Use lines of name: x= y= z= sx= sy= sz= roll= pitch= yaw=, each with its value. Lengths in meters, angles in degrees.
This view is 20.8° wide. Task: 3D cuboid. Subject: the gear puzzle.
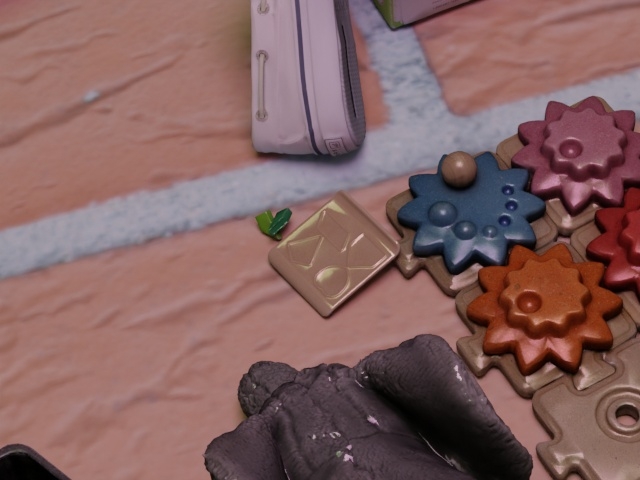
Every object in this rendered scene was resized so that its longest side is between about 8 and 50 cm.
gear puzzle: x=0.179 y=0.051 z=0.954 sx=0.175 sy=0.044 sz=0.339 roll=-27 pitch=56 yaw=-13

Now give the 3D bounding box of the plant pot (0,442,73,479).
plant pot: x=-0.121 y=0.240 z=0.772 sx=0.188 sy=0.167 sz=0.187 roll=33 pitch=63 yaw=24

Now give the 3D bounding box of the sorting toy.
sorting toy: x=0.000 y=0.000 z=1.023 sx=0.062 sy=0.012 sz=0.083 roll=-42 pitch=62 yaw=-6

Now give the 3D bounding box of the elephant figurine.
elephant figurine: x=0.020 y=0.124 z=0.829 sx=0.169 sy=0.186 sz=0.239 roll=-12 pitch=60 yaw=-47

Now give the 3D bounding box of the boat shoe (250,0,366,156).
boat shoe: x=-0.024 y=-0.162 z=1.051 sx=0.075 sy=0.083 sz=0.226 roll=-5 pitch=89 yaw=13

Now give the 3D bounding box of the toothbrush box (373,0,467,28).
toothbrush box: x=0.080 y=-0.306 z=1.175 sx=0.206 sy=0.122 sz=0.283 roll=-21 pitch=54 yaw=-10
